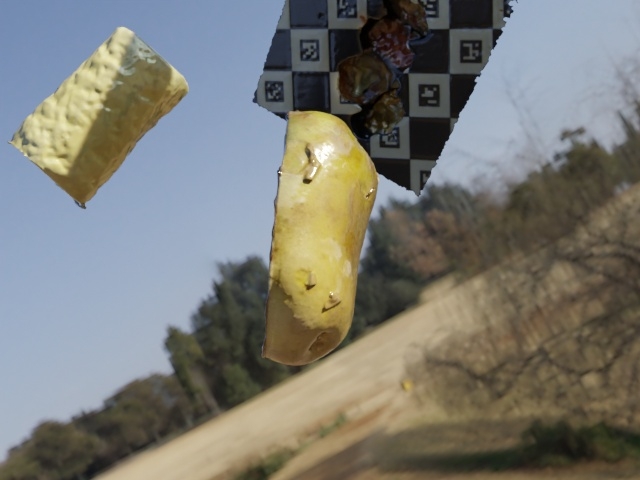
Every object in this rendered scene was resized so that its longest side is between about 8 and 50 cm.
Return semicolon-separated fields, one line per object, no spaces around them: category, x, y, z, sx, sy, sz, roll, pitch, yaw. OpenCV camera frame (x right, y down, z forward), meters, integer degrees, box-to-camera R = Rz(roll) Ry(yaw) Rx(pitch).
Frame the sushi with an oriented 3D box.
sushi;0.078;-0.235;1.398;0.050;0.264;0.290;-26;-37;-59

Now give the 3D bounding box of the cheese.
cheese;-0.216;-0.123;1.220;0.167;0.094;0.123;-46;-17;-4

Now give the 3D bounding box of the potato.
potato;0.000;0.000;0.962;0.081;0.200;0.164;8;-1;-2
